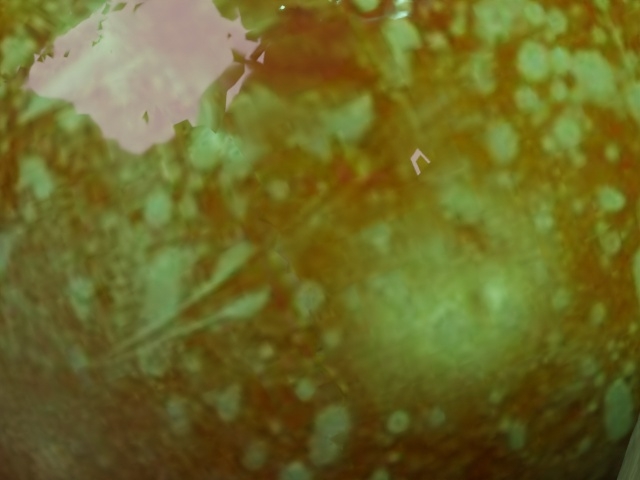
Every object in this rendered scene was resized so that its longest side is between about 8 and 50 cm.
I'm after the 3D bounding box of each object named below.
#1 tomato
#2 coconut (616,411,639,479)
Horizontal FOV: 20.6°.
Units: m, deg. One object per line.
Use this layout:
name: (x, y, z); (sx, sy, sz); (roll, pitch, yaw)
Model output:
tomato: (0.000, 0.000, 0.489); (0.270, 0.270, 0.223); (-19, 91, 21)
coconut: (0.156, 0.094, 0.322); (0.247, 0.245, 0.245); (-15, 52, 14)
